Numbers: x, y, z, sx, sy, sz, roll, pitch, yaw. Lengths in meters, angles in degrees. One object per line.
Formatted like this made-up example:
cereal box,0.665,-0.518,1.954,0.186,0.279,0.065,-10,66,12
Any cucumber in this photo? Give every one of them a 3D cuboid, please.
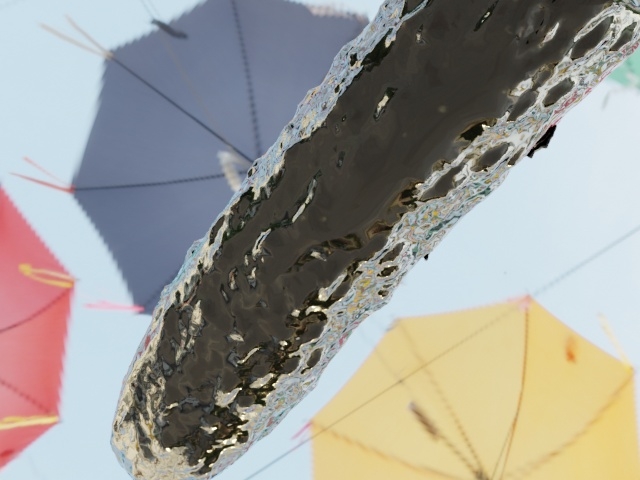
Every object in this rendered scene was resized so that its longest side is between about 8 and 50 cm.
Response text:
cucumber,0.000,0.000,0.592,0.303,0.081,0.072,-48,-129,29
